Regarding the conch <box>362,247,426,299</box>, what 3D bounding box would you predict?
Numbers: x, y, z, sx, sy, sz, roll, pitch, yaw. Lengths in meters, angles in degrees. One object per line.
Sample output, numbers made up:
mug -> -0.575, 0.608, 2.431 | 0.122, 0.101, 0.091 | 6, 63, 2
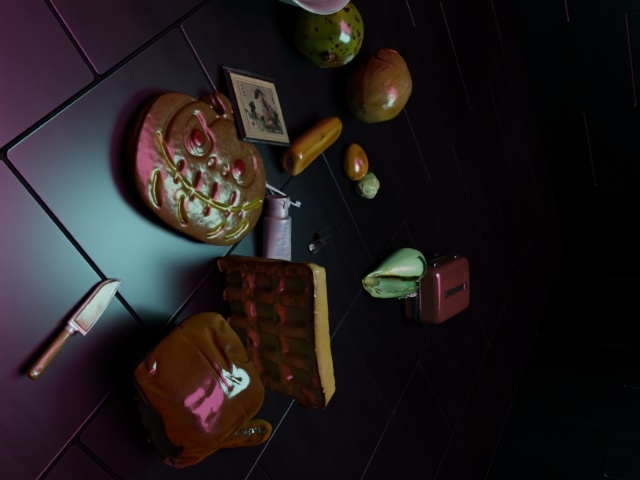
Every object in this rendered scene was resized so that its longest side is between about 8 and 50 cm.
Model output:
conch -> 0.263, 0.126, 1.972 | 0.250, 0.137, 0.144 | -43, 125, -42

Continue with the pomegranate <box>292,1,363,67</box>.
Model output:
pomegranate -> 0.009, -0.584, 1.598 | 0.198, 0.246, 0.198 | -23, 141, -21

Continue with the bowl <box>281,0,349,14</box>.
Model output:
bowl -> -0.097, -0.755, 1.412 | 0.434, 0.195, 0.436 | -4, 95, -53

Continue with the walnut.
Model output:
walnut -> 0.180, -0.485, 1.793 | 0.203, 0.202, 0.298 | 58, 33, -36

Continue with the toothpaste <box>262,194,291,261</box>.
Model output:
toothpaste -> -0.116, 0.031, 1.545 | 0.114, 0.073, 0.300 | -15, 111, -52

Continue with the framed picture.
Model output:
framed picture -> -0.154, -0.333, 1.461 | 0.199, 0.010, 0.195 | -6, 78, -55

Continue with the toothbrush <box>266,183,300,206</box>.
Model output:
toothbrush -> -0.106, -0.123, 1.585 | 0.162, 0.014, 0.017 | 26, 86, -50

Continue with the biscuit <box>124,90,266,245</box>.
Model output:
biscuit -> -0.261, -0.176, 1.334 | 0.394, 0.070, 0.351 | 23, 74, -50

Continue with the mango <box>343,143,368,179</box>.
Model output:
mango -> 0.107, -0.245, 1.814 | 0.080, 0.060, 0.115 | 1, 94, -36

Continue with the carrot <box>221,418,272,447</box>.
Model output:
carrot -> -0.237, 0.470, 1.408 | 0.314, 0.066, 0.066 | 19, 77, -51

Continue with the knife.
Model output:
knife -> -0.469, 0.164, 1.124 | 0.046, 0.022, 0.256 | 54, 47, -28

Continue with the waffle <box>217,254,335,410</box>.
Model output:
waffle -> -0.101, 0.205, 1.378 | 0.077, 0.304, 0.349 | -21, 110, -50

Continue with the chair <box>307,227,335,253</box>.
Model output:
chair -> -0.001, 0.000, 1.713 | 0.086, 0.042, 0.037 | -33, 123, -6

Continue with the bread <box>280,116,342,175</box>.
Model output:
bread -> -0.026, -0.272, 1.625 | 0.239, 0.073, 0.093 | -47, 163, -41

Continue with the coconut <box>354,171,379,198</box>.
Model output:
coconut -> 0.148, -0.174, 1.860 | 0.082, 0.081, 0.083 | -63, 133, -82

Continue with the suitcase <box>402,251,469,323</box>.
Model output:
suitcase -> 0.436, 0.179, 2.180 | 0.297, 0.161, 0.237 | -14, 104, -52

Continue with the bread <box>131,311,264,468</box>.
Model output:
bread -> -0.269, 0.310, 1.226 | 0.250, 0.224, 0.279 | -36, 102, -39
